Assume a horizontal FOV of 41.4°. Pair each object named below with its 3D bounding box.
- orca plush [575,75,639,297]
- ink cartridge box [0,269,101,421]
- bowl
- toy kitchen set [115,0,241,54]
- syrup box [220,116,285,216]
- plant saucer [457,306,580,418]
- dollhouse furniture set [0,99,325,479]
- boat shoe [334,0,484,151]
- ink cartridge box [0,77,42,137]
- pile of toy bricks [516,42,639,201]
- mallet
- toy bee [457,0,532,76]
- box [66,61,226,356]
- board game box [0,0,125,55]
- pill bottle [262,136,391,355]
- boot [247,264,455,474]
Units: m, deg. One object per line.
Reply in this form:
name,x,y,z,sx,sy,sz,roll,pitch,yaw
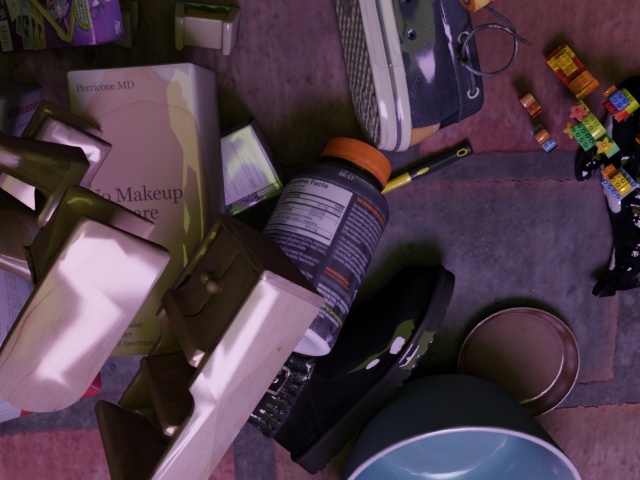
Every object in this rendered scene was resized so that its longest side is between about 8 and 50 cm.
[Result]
orca plush,0.402,-0.058,1.073,0.151,0.102,0.287,14,104,-5
ink cartridge box,-0.425,0.123,0.993,0.226,0.306,0.131,-15,66,3
bowl,0.168,0.293,1.105,0.312,0.163,0.311,0,125,0
toy kitchen set,-0.173,-0.342,0.997,0.166,0.122,0.207,5,125,-3
syrup box,-0.170,-0.060,1.063,0.237,0.093,0.096,-26,103,5
plant saucer,0.270,0.167,1.168,0.169,0.029,0.168,-1,105,-2
dollhouse furniture set,-0.241,0.048,0.737,0.394,0.362,0.256,29,98,-29
boat shoe,0.093,-0.352,0.955,0.156,0.187,0.500,-13,109,-9
ink cartridge box,-0.407,-0.087,1.020,0.087,0.153,0.208,10,105,-5
pile of toy bricks,0.320,-0.138,1.008,0.118,0.105,0.212,-41,74,15
mallet,0.104,-0.088,1.097,0.190,0.039,0.062,-32,101,2
toy bee,0.146,-0.292,0.804,0.298,0.162,0.195,36,102,-20
box,-0.185,-0.036,0.952,0.148,0.121,0.311,-4,97,5
board game box,-0.322,-0.386,0.934,0.056,0.208,0.346,-20,110,-40
pill bottle,0.000,0.000,0.993,0.130,0.130,0.245,29,69,-8
boot,-0.018,0.115,1.095,0.260,0.131,0.348,38,98,-7
